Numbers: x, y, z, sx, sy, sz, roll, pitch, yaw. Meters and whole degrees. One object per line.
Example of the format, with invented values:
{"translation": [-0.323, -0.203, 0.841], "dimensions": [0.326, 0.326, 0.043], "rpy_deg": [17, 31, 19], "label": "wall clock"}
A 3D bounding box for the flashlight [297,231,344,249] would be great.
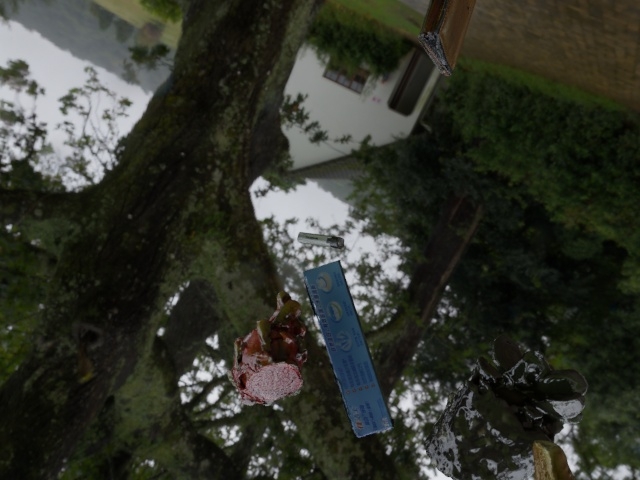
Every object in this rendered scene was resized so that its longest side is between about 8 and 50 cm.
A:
{"translation": [0.000, 0.000, 0.882], "dimensions": [0.083, 0.018, 0.018], "rpy_deg": [8, 171, 40], "label": "flashlight"}

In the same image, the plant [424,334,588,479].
{"translation": [0.319, 0.307, 0.972], "dimensions": [0.199, 0.276, 0.188], "rpy_deg": [38, 177, 22], "label": "plant"}

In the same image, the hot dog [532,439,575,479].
{"translation": [0.209, 0.241, 0.483], "dimensions": [0.028, 0.136, 0.044], "rpy_deg": [-7, 178, -10], "label": "hot dog"}

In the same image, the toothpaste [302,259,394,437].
{"translation": [0.043, 0.168, 0.895], "dimensions": [0.053, 0.066, 0.272], "rpy_deg": [20, -129, -82], "label": "toothpaste"}

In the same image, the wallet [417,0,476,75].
{"translation": [0.214, -0.375, 0.920], "dimensions": [0.042, 0.160, 0.195], "rpy_deg": [21, -173, 18], "label": "wallet"}

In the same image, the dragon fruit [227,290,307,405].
{"translation": [-0.083, 0.191, 0.989], "dimensions": [0.150, 0.207, 0.133], "rpy_deg": [4, 165, 44], "label": "dragon fruit"}
